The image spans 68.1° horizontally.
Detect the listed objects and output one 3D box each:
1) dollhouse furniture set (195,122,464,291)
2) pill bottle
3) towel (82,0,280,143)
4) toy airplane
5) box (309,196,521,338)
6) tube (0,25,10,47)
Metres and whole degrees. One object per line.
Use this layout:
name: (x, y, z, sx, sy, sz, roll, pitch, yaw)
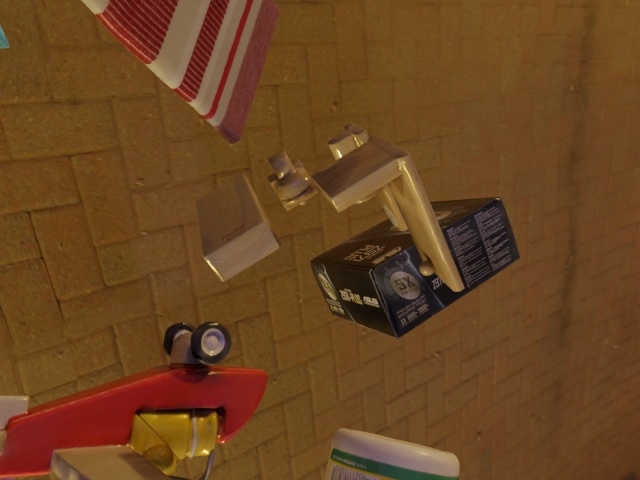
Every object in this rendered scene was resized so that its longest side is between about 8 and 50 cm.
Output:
dollhouse furniture set: (0.000, 0.000, 0.390, 0.151, 0.144, 0.123, -32, 120, -1)
pill bottle: (0.048, 0.280, 0.402, 0.118, 0.118, 0.208, 28, 66, -36)
towel: (-0.157, -0.300, 0.603, 0.329, 0.037, 0.236, 40, 63, -67)
toy airplane: (-0.282, 0.283, 0.618, 0.385, 0.386, 0.272, -14, 90, 7)
box: (0.102, 0.022, 0.540, 0.180, 0.147, 0.077, -27, 102, -21)
tube: (-0.542, -0.280, 0.624, 0.207, 0.052, 0.080, -22, 135, -24)
